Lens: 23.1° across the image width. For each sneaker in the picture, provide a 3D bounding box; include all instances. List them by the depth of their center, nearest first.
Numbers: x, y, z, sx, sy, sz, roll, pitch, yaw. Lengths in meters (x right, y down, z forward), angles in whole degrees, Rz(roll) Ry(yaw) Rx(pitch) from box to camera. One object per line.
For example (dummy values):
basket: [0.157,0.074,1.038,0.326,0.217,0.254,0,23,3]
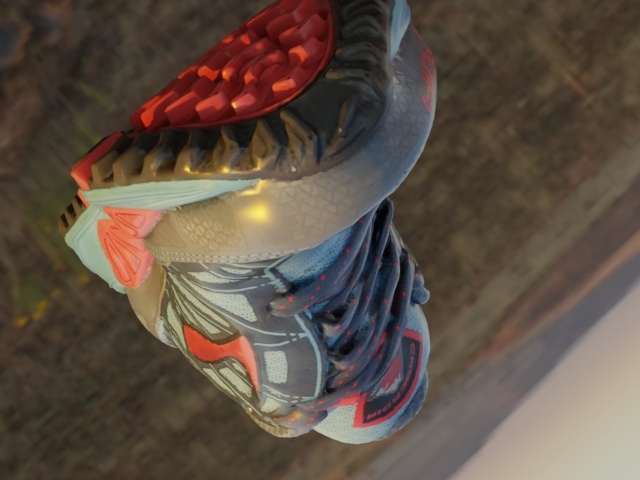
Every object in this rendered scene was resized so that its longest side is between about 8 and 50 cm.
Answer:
sneaker: [0.000,0.000,0.474,0.104,0.125,0.262,-41,-177,-11]
